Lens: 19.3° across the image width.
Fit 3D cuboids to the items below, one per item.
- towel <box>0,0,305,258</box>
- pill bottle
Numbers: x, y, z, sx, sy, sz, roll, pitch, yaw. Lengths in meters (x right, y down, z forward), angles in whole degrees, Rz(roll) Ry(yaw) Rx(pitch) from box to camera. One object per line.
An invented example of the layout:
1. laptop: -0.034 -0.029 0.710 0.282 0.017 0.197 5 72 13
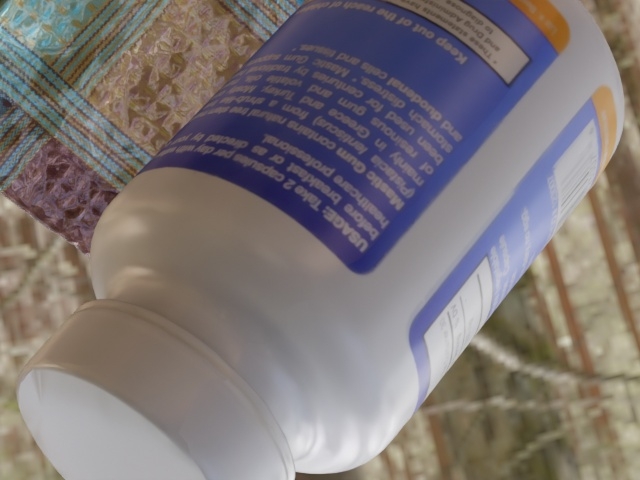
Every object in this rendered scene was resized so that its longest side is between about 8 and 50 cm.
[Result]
1. towel: -0.084 -0.157 1.311 0.370 0.040 0.271 -50 123 2
2. pill bottle: 0.000 0.000 0.793 0.272 0.152 0.152 -48 176 -30
